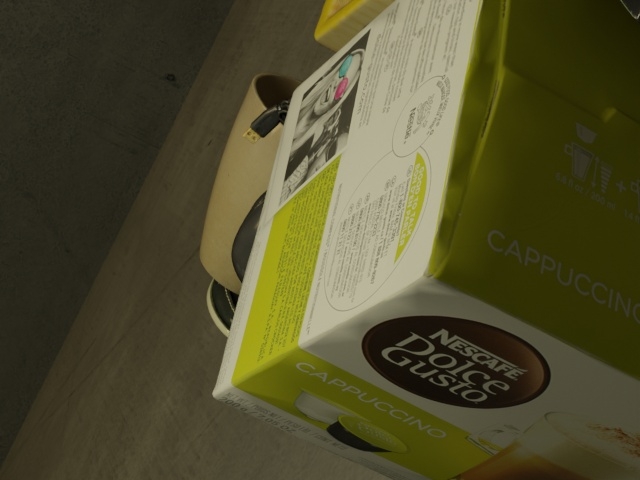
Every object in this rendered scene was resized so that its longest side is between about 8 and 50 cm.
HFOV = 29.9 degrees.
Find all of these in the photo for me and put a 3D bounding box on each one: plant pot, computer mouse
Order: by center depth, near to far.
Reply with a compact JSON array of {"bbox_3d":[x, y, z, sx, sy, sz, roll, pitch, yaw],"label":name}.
[{"bbox_3d":[-0.063,-0.051,1.463,0.262,0.060,0.184,-46,69,38],"label":"computer mouse"},{"bbox_3d":[-0.053,-0.055,1.726,0.274,0.256,0.256,-57,22,22],"label":"plant pot"}]

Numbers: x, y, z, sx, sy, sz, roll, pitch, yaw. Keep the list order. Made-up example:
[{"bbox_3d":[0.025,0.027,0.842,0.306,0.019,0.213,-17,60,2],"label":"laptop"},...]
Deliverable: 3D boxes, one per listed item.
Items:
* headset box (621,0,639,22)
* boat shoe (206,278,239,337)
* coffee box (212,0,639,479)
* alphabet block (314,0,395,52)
[{"bbox_3d":[0.393,-0.239,0.879,0.283,0.246,0.131,-53,22,24],"label":"headset box"},{"bbox_3d":[-0.099,0.042,1.906,0.340,0.127,0.113,-84,15,-63],"label":"boat shoe"},{"bbox_3d":[0.159,0.008,1.014,0.334,0.338,0.338,-34,35,53],"label":"coffee box"},{"bbox_3d":[0.137,-0.346,1.694,0.192,0.197,0.193,-28,41,58],"label":"alphabet block"}]
